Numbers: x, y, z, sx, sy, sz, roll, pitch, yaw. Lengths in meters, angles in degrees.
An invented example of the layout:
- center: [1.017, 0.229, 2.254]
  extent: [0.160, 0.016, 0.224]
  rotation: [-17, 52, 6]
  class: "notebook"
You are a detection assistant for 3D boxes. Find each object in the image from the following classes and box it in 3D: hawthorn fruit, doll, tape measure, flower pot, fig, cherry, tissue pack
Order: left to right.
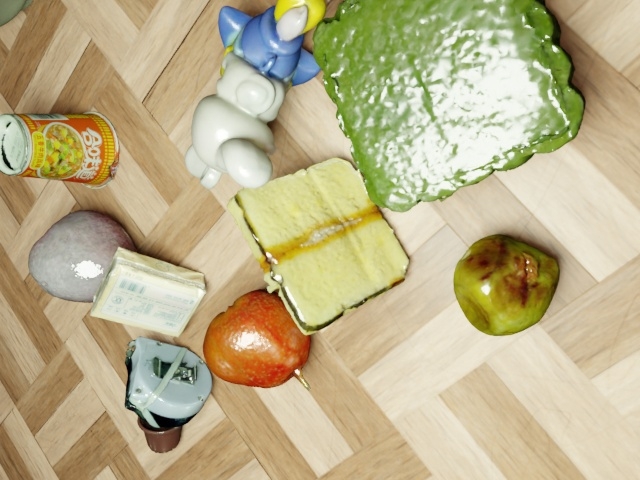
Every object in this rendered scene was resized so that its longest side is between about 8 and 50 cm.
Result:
- center: [-0.541, 0.038, 1.096]
  extent: [0.266, 0.183, 0.213]
  rotation: [27, 65, 13]
  class: "cherry"
- center: [-0.364, 0.115, 1.024]
  extent: [0.148, 0.196, 0.092]
  rotation: [-55, 30, 21]
  class: "tissue pack"
- center: [-0.369, 0.444, 1.120]
  extent: [0.111, 0.111, 0.089]
  rotation: [16, 115, 23]
  class: "flower pot"
- center: [-0.329, 0.308, 1.037]
  extent: [0.107, 0.181, 0.182]
  rotation: [-58, 35, 22]
  class: "tape measure"
- center: [-0.114, -0.254, 0.839]
  extent: [0.376, 0.187, 0.366]
  rotation: [24, 90, 45]
  class: "doll"
- center: [-0.101, 0.205, 0.911]
  extent: [0.225, 0.196, 0.196]
  rotation: [40, 111, 7]
  class: "hawthorn fruit"
- center: [0.276, 0.077, 0.737]
  extent: [0.144, 0.154, 0.166]
  rotation: [34, 131, 27]
  class: "fig"

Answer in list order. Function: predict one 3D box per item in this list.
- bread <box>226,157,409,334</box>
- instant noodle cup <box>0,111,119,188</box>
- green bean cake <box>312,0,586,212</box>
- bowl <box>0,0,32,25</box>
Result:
- center: [0.000, 0.000, 0.806]
  extent: [0.198, 0.236, 0.263]
  rotation: [-35, 81, 25]
  class: "bread"
- center: [-0.606, -0.209, 1.088]
  extent: [0.193, 0.212, 0.193]
  rotation: [3, 98, 25]
  class: "instant noodle cup"
- center: [0.184, -0.233, 0.717]
  extent: [0.335, 0.218, 0.319]
  rotation: [-17, 96, 33]
  class: "green bean cake"
- center: [-0.820, -0.669, 1.150]
  extent: [0.353, 0.185, 0.354]
  rotation: [3, 98, 25]
  class: "bowl"
